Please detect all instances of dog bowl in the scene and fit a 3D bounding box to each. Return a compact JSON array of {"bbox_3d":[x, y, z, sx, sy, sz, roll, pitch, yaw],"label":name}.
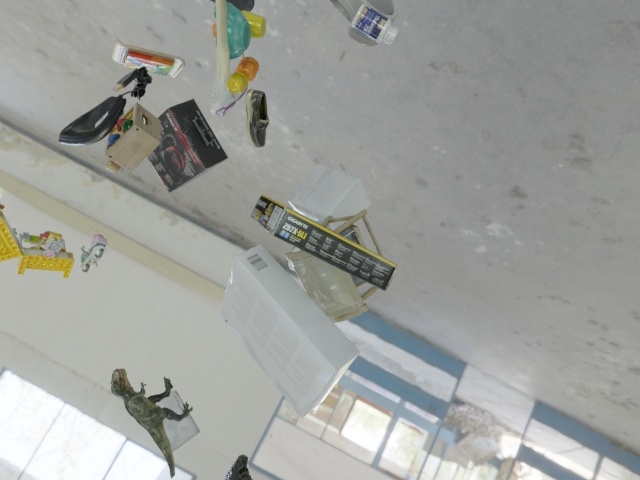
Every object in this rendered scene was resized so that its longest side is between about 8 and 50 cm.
[{"bbox_3d":[0.099,-0.769,1.465,0.348,0.349,0.102,36,133,-27],"label":"dog bowl"}]

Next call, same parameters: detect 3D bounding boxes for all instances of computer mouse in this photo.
[{"bbox_3d":[-0.495,-0.306,1.143,0.060,0.262,0.184,50,154,-14],"label":"computer mouse"}]

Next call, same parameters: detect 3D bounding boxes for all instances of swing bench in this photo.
[{"bbox_3d":[0.066,0.080,1.485,0.165,0.254,0.253,-8,116,43],"label":"swing bench"}]

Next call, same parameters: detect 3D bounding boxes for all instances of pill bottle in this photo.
[{"bbox_3d":[0.149,-0.580,1.307,0.120,0.067,0.067,30,165,-5],"label":"pill bottle"}]

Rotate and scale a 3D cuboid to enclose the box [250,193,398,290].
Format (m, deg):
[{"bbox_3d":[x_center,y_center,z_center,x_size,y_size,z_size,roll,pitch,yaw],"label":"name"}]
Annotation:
[{"bbox_3d":[0.000,0.000,1.208,0.322,0.079,0.257,27,180,-22],"label":"box"}]

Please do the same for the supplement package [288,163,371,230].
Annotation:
[{"bbox_3d":[0.035,-0.139,1.758,0.203,0.194,0.149,25,159,37],"label":"supplement package"}]

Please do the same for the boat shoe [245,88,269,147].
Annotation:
[{"bbox_3d":[-0.229,-0.451,1.806,0.073,0.080,0.224,16,125,29],"label":"boat shoe"}]

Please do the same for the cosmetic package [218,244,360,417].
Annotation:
[{"bbox_3d":[-0.101,0.238,1.254,0.377,0.097,0.284,46,137,18],"label":"cosmetic package"}]

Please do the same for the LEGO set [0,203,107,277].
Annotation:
[{"bbox_3d":[-0.572,-0.021,0.940,0.287,0.132,0.107,41,-171,-49],"label":"LEGO set"}]

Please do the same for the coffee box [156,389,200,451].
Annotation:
[{"bbox_3d":[-0.543,0.639,1.719,0.168,0.119,0.297,58,151,4],"label":"coffee box"}]

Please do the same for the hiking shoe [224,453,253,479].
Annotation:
[{"bbox_3d":[-0.228,0.738,1.424,0.114,0.086,0.227,29,-162,-7],"label":"hiking shoe"}]

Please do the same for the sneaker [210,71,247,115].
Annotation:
[{"bbox_3d":[-0.429,-0.643,2.102,0.152,0.305,0.114,42,126,-19],"label":"sneaker"}]

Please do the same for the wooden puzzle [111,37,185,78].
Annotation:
[{"bbox_3d":[-0.636,-0.656,1.775,0.238,0.044,0.221,10,180,-28],"label":"wooden puzzle"}]

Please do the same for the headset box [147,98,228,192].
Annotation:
[{"bbox_3d":[-0.451,-0.308,1.583,0.293,0.110,0.218,-19,106,46],"label":"headset box"}]

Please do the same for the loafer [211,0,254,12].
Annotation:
[{"bbox_3d":[-0.381,-0.909,1.731,0.302,0.095,0.109,1,142,-35],"label":"loafer"}]

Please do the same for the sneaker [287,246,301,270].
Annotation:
[{"bbox_3d":[-0.035,0.004,1.926,0.108,0.272,0.100,19,-179,39],"label":"sneaker"}]

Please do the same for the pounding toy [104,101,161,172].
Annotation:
[{"bbox_3d":[-0.544,-0.275,1.329,0.094,0.206,0.181,38,-158,-39],"label":"pounding toy"}]

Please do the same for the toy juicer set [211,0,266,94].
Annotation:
[{"bbox_3d":[-0.227,-0.471,1.188,0.089,0.209,0.329,13,-161,6],"label":"toy juicer set"}]

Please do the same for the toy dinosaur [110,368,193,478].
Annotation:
[{"bbox_3d":[-0.368,0.387,1.097,0.064,0.118,0.268,-31,93,51],"label":"toy dinosaur"}]
